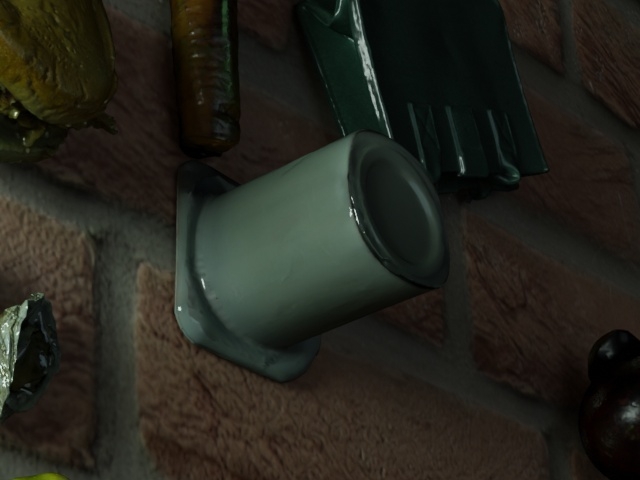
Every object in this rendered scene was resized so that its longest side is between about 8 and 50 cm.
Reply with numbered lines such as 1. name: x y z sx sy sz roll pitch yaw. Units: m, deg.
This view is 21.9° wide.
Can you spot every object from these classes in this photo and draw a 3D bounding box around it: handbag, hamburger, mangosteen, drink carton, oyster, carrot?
1. handbag: 0.117 -0.163 1.790 0.326 0.089 0.238 0 72 -55
2. hamburger: -0.250 -0.170 1.268 0.189 0.122 0.215 8 61 -59
3. mangosteen: 0.362 0.192 1.871 0.172 0.172 0.184 10 37 -51
4. drink carton: 0.000 0.000 1.456 0.191 0.190 0.185 31 43 -42
5. oyster: -0.225 0.088 1.239 0.100 0.037 0.098 4 86 -74
6. carrot: -0.105 -0.196 1.529 0.070 0.070 0.260 23 55 -46

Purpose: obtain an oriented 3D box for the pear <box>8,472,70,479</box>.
1. pear: -0.197 0.207 1.158 0.092 0.092 0.097 54 20 -19
